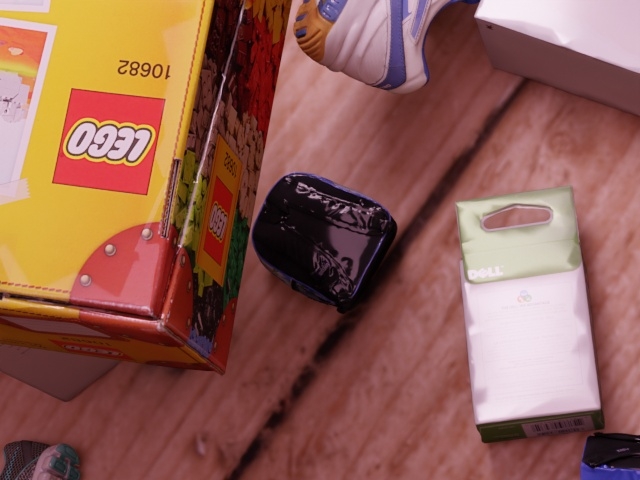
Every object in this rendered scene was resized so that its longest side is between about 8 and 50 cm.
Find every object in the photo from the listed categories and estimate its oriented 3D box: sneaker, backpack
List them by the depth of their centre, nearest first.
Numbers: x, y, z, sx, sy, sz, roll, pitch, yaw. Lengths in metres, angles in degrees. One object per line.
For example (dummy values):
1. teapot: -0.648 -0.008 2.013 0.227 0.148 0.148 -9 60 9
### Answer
1. backpack: 0.282 0.214 1.612 0.120 0.098 0.101 1 107 11
2. sneaker: 0.095 -0.268 1.650 0.131 0.112 0.296 28 92 -17
3. backpack: 0.000 0.000 1.716 0.114 0.084 0.105 27 84 10
4. sneaker: -0.278 0.257 1.737 0.076 0.065 0.167 15 78 30

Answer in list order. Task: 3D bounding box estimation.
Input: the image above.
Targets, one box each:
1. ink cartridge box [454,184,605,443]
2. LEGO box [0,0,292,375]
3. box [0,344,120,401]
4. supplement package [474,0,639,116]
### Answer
1. ink cartridge box: 0.182 0.065 1.672 0.109 0.062 0.209 -8 67 10
2. LEGO box: -0.293 -0.129 1.386 0.500 0.193 0.373 8 78 12
3. box: -0.260 -0.017 1.635 0.168 0.345 0.215 -36 74 0
4. supplement package: 0.266 -0.234 1.680 0.194 0.149 0.203 21 83 14
